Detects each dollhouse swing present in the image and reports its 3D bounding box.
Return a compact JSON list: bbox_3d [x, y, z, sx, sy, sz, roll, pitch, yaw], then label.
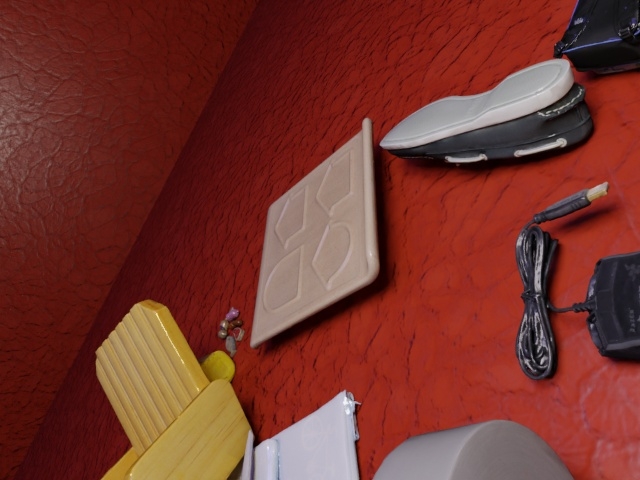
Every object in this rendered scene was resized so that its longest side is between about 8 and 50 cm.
[{"bbox_3d":[-0.340,0.332,0.820,0.347,0.305,0.315,-41,2,37],"label":"dollhouse swing"}]

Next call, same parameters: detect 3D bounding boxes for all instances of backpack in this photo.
[{"bbox_3d":[0.340,-0.251,0.556,0.105,0.084,0.115,10,79,58],"label":"backpack"}]

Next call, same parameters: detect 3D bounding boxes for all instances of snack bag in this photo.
[{"bbox_3d":[-0.058,0.410,0.653,0.342,0.037,0.323,-41,35,31],"label":"snack bag"}]

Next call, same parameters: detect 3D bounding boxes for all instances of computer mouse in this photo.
[{"bbox_3d":[0.287,0.022,0.438,0.262,0.060,0.184,-37,40,54],"label":"computer mouse"}]

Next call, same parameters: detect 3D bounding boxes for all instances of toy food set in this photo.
[{"bbox_3d":[-0.192,0.187,1.058,0.078,0.019,0.122,-60,30,2],"label":"toy food set"}]

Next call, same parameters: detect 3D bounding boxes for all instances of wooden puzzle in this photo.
[{"bbox_3d":[0.000,0.000,0.877,0.347,0.080,0.322,-39,36,41],"label":"wooden puzzle"}]

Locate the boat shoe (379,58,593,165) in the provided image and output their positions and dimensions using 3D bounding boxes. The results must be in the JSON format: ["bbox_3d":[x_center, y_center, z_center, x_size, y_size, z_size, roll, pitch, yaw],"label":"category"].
[{"bbox_3d":[0.202,-0.143,0.667,0.114,0.091,0.302,-49,24,-20],"label":"boat shoe"}]

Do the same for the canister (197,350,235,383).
[{"bbox_3d":[-0.260,0.293,0.992,0.169,0.073,0.126,-29,14,39],"label":"canister"}]

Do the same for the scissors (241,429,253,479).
[{"bbox_3d":[-0.118,0.418,0.678,0.109,0.021,0.297,-48,33,24],"label":"scissors"}]

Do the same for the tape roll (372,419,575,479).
[{"bbox_3d":[0.122,0.242,0.337,0.072,0.219,0.219,-32,40,41],"label":"tape roll"}]
